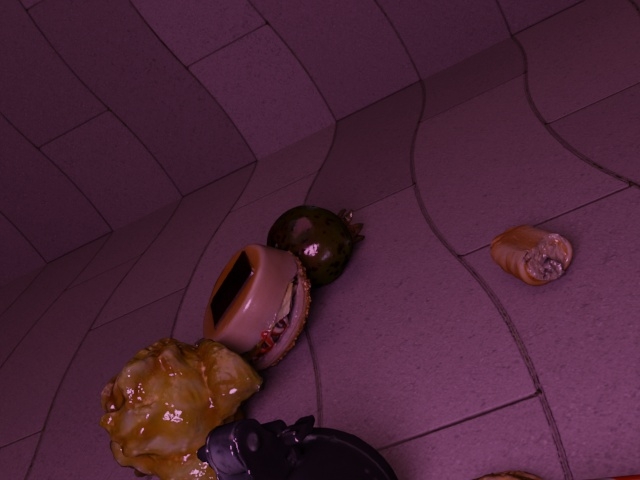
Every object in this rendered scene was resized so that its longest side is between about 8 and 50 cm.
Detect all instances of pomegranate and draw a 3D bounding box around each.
[{"bbox_3d":[0.003,0.000,1.732,0.286,0.230,0.231,-27,21,-21],"label":"pomegranate"}]

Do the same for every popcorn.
[{"bbox_3d":[-0.258,0.309,1.319,0.326,0.290,0.321,-37,18,36],"label":"popcorn"}]

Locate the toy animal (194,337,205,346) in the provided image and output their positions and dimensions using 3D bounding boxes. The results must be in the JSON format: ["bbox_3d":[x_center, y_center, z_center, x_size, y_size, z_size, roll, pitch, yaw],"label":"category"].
[{"bbox_3d":[-0.312,0.317,1.618,0.219,0.103,0.101,-42,7,-21],"label":"toy animal"}]

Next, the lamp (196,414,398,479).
[{"bbox_3d":[-0.005,0.399,0.910,0.205,0.374,0.272,-23,-9,32],"label":"lamp"}]

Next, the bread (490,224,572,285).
[{"bbox_3d":[0.415,0.027,1.337,0.119,0.084,0.177,-31,23,-7],"label":"bread"}]

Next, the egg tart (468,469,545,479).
[{"bbox_3d":[0.237,0.367,0.877,0.191,0.074,0.191,-23,25,11],"label":"egg tart"}]

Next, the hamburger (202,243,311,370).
[{"bbox_3d":[-0.143,0.151,1.551,0.302,0.170,0.302,-44,29,33],"label":"hamburger"}]

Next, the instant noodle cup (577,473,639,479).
[{"bbox_3d":[0.314,0.325,0.703,0.212,0.193,0.193,-11,30,31],"label":"instant noodle cup"}]
